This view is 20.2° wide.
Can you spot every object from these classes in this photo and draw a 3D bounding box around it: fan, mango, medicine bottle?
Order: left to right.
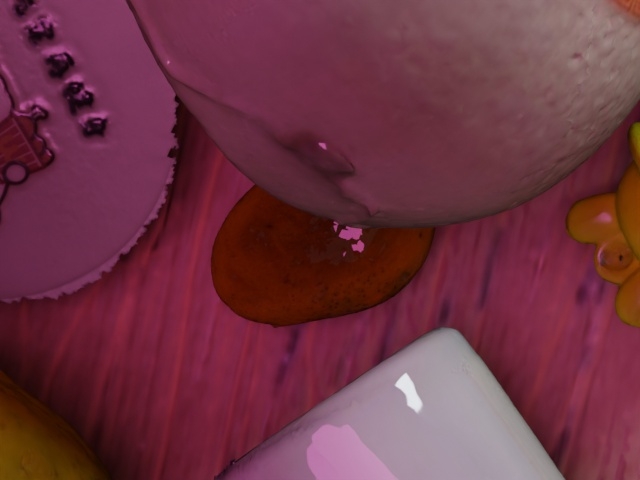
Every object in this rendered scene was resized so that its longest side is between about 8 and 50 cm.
[{"bbox_3d":[-0.216,-0.029,0.827,0.329,0.009,0.190,-25,105,12],"label":"fan"},{"bbox_3d":[0.000,0.000,0.833,0.114,0.057,0.079,-29,90,18],"label":"mango"},{"bbox_3d":[0.071,0.174,0.777,0.144,0.144,0.252,-37,82,9],"label":"medicine bottle"}]

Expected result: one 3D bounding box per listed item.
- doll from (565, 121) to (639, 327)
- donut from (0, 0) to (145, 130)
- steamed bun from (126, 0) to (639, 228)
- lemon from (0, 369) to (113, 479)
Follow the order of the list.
[{"bbox_3d":[0.219,-0.048,0.769,0.241,0.099,0.135,-31,105,11],"label":"doll"},{"bbox_3d":[-0.170,-0.145,0.832,0.233,0.085,0.199,18,108,0],"label":"donut"},{"bbox_3d":[0.046,-0.150,0.701,0.177,0.283,0.283,-19,87,31],"label":"steamed bun"},{"bbox_3d":[-0.216,0.167,0.768,0.293,0.293,0.293,0,91,11],"label":"lemon"}]
